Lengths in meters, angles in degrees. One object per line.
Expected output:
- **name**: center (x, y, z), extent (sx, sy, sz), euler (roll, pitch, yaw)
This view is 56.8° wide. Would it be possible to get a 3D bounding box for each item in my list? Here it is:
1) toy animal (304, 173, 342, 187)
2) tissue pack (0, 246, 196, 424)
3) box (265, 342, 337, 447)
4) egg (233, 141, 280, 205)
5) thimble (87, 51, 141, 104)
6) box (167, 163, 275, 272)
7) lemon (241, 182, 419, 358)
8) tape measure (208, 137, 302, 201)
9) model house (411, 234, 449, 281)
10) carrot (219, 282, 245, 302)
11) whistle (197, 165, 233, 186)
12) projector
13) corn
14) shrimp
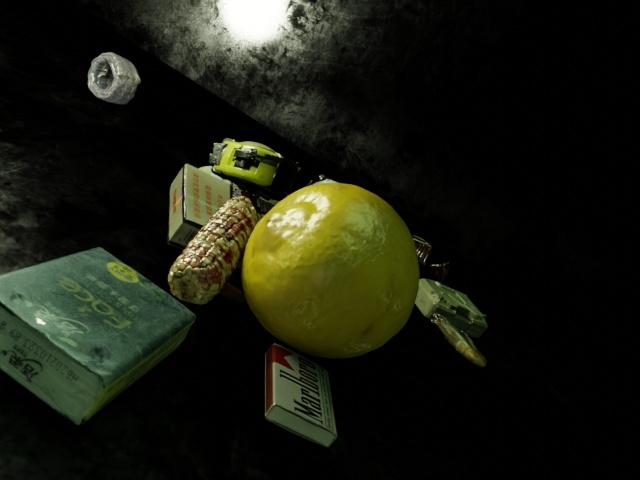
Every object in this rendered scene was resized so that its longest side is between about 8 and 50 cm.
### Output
- **toy animal**: center (0.054, -0.072, 1.852), extent (0.266, 0.213, 0.212), euler (33, 12, 27)
- **tissue pack**: center (-0.291, 0.105, 0.748), extent (0.185, 0.081, 0.257), euler (34, 13, 3)
- **box**: center (-0.035, 0.243, 0.946), extent (0.115, 0.036, 0.177), euler (30, 15, -14)
- **egg**: center (-0.188, -0.185, 1.729), extent (0.241, 0.186, 0.186), euler (32, 12, -40)
- **thimble**: center (-0.650, -0.509, 1.863), extent (0.150, 0.150, 0.097), euler (39, 15, 22)
- **box**: center (-0.185, -0.026, 1.320), extent (0.310, 0.084, 0.198), euler (25, 32, -30)
- **lemon**: center (0.023, 0.060, 1.106), extent (0.348, 0.348, 0.348), euler (31, 14, -9)
- **tape measure**: center (-0.145, -0.160, 1.410), extent (0.186, 0.112, 0.199), euler (14, -7, 37)
- **model house**: center (0.360, 0.080, 2.109), extent (0.203, 0.164, 0.141), euler (35, 19, -4)
- **carrot**: center (-0.186, 0.091, 1.135), extent (0.093, 0.032, 0.032), euler (33, 13, -23)
- **whistle**: center (-0.284, -0.099, 1.450), extent (0.123, 0.123, 0.223), euler (30, 35, -12)
- **projector**: center (0.415, 0.209, 1.947), extent (0.269, 0.088, 0.193), euler (24, 20, -33)
- **corn**: center (-0.191, 0.009, 1.108), extent (0.098, 0.098, 0.290), euler (32, 34, -6)
- **shrimp**: center (0.413, 0.291, 1.765), extent (0.217, 0.051, 0.150), euler (49, 16, 24)
